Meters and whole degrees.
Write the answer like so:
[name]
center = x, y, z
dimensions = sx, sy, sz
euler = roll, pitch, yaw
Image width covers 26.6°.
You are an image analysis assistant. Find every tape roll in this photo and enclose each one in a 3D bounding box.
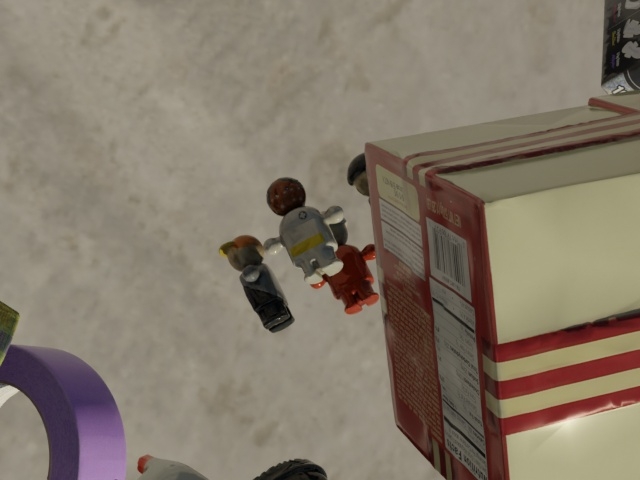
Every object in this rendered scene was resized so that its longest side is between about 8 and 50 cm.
[tape roll]
center = -0.367, 0.262, 1.618
dimensions = 0.090, 0.274, 0.275
euler = 14, 93, -60

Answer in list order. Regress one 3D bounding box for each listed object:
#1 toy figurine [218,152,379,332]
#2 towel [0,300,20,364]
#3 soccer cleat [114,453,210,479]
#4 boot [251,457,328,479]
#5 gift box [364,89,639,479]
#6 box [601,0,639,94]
[toy figurine]
center = 0.000, 0.000, 1.690
dimensions = 0.209, 0.148, 0.213
euler = -12, 156, -32
[towel]
center = -0.354, 0.092, 1.441
dimensions = 0.060, 0.009, 0.083
euler = 39, 36, -26
[soccer cleat]
center = -0.108, 0.180, 0.690
dimensions = 0.196, 0.076, 0.068
euler = -42, 155, -50
[boot]
center = -0.007, 0.307, 1.243
dimensions = 0.246, 0.207, 0.094
euler = -14, 125, -54
[gift box]
center = 0.192, 0.019, 0.877
dimensions = 0.258, 0.255, 0.276
euler = -10, 110, -14
[box]
center = 0.393, -0.141, 1.273
dimensions = 0.247, 0.142, 0.163
euler = 42, 38, -24
